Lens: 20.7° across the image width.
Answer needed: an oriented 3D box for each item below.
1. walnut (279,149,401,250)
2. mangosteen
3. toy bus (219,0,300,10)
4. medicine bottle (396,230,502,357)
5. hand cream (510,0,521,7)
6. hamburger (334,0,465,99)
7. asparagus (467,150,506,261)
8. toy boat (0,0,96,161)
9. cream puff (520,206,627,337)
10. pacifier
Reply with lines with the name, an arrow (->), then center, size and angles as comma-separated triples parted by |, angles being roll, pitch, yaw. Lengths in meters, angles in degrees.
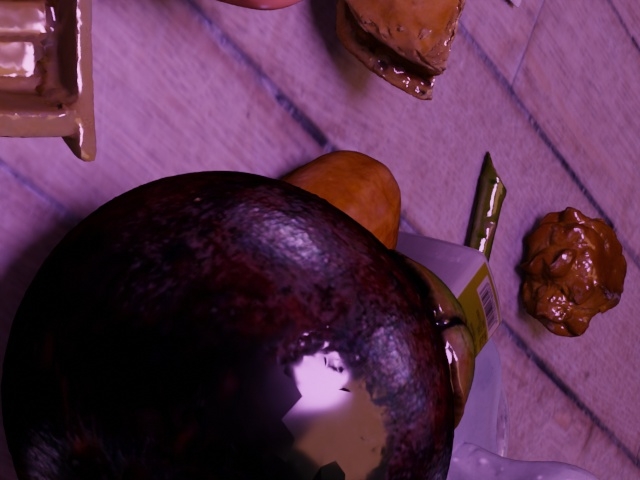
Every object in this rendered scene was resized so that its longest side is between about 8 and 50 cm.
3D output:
walnut -> 0.000, 0.000, 1.304 | 0.207, 0.115, 0.116 | -51, 139, -45
mangosteen -> -0.046, 0.091, 1.093 | 0.300, 0.300, 0.300 | -23, 118, -51
toy bus -> -0.055, -0.277, 1.076 | 0.232, 0.194, 0.288 | -47, 137, -21
medicine bottle -> 0.039, 0.083, 1.355 | 0.188, 0.132, 0.088 | -50, 138, -34
hand cream -> 0.200, -0.335, 1.531 | 0.133, 0.083, 0.248 | 34, 83, -54
hamburger -> 0.074, -0.251, 1.310 | 0.124, 0.131, 0.262 | 110, -4, -73
asparagus -> 0.138, 0.036, 1.582 | 0.034, 0.027, 0.236 | 8, 93, -71
toy boat -> -0.155, -0.264, 0.915 | 0.136, 0.162, 0.446 | -5, 103, -37
cream puff -> 0.236, 0.030, 1.677 | 0.116, 0.094, 0.122 | -24, 96, -55
pacifier -> 0.154, 0.206, 1.495 | 0.227, 0.207, 0.279 | -33, 126, -48
